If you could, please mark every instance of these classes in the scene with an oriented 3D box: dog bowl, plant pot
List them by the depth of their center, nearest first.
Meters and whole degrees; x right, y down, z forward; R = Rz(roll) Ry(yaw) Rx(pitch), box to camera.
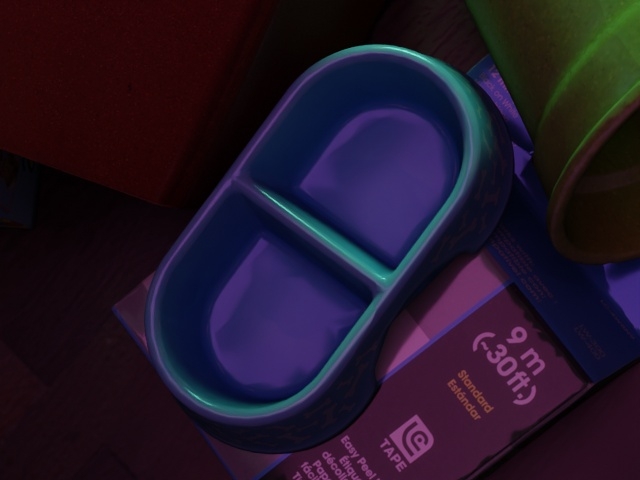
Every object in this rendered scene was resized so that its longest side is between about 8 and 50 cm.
[{"bbox_3d":[0.000,0.000,0.957,0.166,0.074,0.297,37,89,16],"label":"dog bowl"},{"bbox_3d":[0.206,-0.166,0.959,0.276,0.276,0.254,-32,64,6],"label":"plant pot"},{"bbox_3d":[-0.117,-0.159,1.039,0.267,0.267,0.236,20,97,15],"label":"plant pot"}]

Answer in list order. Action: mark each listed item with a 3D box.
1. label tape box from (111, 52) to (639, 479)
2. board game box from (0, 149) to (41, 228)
[{"bbox_3d":[0.068,0.041,1.030,0.347,0.115,0.249,-39,76,6],"label":"label tape box"},{"bbox_3d":[-0.316,-0.099,1.050,0.142,0.275,0.144,4,83,13],"label":"board game box"}]
